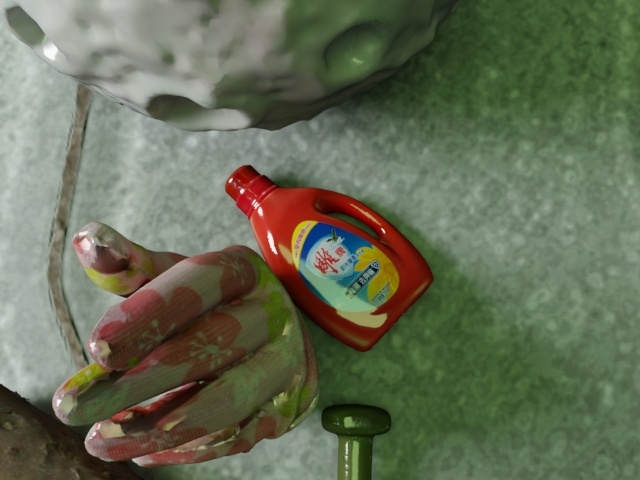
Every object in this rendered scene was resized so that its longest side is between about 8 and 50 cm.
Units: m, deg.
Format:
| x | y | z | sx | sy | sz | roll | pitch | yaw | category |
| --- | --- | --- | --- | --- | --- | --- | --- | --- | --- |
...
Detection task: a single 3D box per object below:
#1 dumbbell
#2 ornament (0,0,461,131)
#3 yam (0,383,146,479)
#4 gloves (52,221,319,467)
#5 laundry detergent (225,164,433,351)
| x | y | z | sx | sy | sz | roll | pitch | yaw | category |
| --- | --- | --- | --- | --- | --- | --- | --- | --- | --- |
| 0.024 | 0.177 | 0.574 | 0.052 | 0.046 | 0.118 | 3 | 82 | -1 | dumbbell |
| -0.057 | -0.226 | 0.496 | 0.337 | 0.337 | 0.337 | 0 | 83 | 3 | ornament |
| -0.164 | 0.206 | 0.545 | 0.280 | 0.131 | 0.131 | 32 | 85 | 9 | yam |
| -0.069 | 0.061 | 0.495 | 0.126 | 0.241 | 0.145 | -8 | 82 | 2 | gloves |
| 0.000 | 0.000 | 0.596 | 0.165 | 0.049 | 0.097 | 43 | 66 | 9 | laundry detergent |
